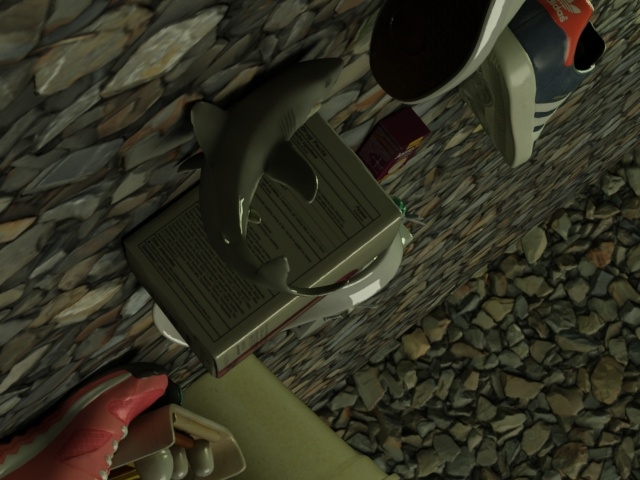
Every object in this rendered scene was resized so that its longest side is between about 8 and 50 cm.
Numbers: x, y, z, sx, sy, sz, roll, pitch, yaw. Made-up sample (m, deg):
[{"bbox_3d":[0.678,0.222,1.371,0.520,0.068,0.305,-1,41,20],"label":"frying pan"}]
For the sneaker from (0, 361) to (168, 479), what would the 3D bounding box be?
[{"bbox_3d":[-0.293,0.269,1.903,0.314,0.136,0.116,-35,170,-21],"label":"sneaker"}]

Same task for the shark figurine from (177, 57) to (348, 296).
[{"bbox_3d":[-0.071,-0.056,1.320,0.166,0.278,0.116,-13,136,18],"label":"shark figurine"}]

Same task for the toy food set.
[{"bbox_3d":[-0.242,0.309,2.091,0.220,0.092,0.306,-22,160,8],"label":"toy food set"}]

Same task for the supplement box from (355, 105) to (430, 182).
[{"bbox_3d":[0.082,-0.110,1.857,0.055,0.043,0.083,-30,166,-36],"label":"supplement box"}]

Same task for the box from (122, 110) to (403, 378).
[{"bbox_3d":[-0.056,0.003,1.562,0.232,0.148,0.127,-37,170,-11],"label":"box"}]

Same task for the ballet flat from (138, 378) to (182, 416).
[{"bbox_3d":[-0.249,0.232,2.126,0.074,0.074,0.203,-32,174,-35],"label":"ballet flat"}]

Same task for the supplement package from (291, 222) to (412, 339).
[{"bbox_3d":[0.013,0.024,2.014,0.105,0.105,0.179,-31,167,-42],"label":"supplement package"}]

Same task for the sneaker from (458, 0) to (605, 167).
[{"bbox_3d":[0.253,-0.193,1.851,0.148,0.131,0.350,-34,169,-5],"label":"sneaker"}]

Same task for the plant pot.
[{"bbox_3d":[-0.101,0.352,2.459,0.334,0.305,0.334,-38,170,-8],"label":"plant pot"}]

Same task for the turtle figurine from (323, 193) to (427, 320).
[{"bbox_3d":[0.000,0.000,1.785,0.234,0.118,0.175,6,120,-44],"label":"turtle figurine"}]

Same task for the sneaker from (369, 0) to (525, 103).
[{"bbox_3d":[0.153,-0.231,1.411,0.123,0.106,0.290,-25,161,-45],"label":"sneaker"}]

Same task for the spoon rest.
[{"bbox_3d":[-0.043,0.048,1.670,0.276,0.084,0.137,-20,140,3],"label":"spoon rest"}]
